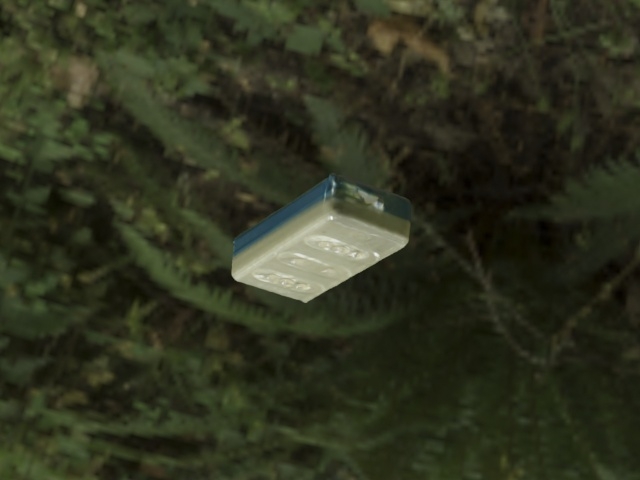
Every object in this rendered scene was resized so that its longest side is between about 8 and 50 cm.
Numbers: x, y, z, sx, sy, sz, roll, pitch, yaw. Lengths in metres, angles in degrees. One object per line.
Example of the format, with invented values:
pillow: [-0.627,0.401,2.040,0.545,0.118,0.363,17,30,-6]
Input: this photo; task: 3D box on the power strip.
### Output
power strip: [0.000,0.000,0.955,0.056,0.032,0.123,18,152,-26]
